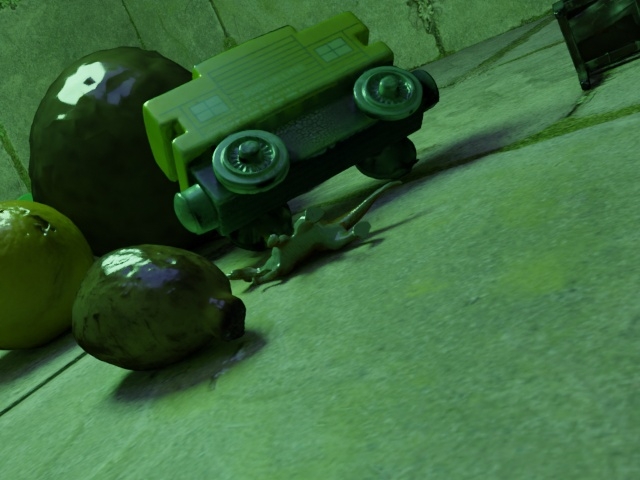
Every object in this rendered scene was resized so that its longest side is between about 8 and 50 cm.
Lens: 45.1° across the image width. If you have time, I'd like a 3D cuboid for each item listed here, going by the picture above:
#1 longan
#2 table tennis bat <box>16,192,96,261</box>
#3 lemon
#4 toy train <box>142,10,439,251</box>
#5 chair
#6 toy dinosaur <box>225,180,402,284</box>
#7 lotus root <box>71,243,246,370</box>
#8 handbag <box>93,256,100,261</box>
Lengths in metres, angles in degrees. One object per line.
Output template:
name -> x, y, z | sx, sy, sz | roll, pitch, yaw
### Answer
longan -> -0.321, -0.148, 1.361 | 0.391, 0.391, 0.391 | -23, 13, 5
table tennis bat -> -0.467, -0.001, 1.423 | 0.160, 0.257, 0.039 | -4, -45, -54
lemon -> -0.459, 0.051, 1.167 | 0.228, 0.228, 0.253 | -27, 12, -12
toy train -> -0.047, -0.176, 1.145 | 0.442, 0.272, 0.179 | -29, -29, -20
chair -> 0.472, -0.359, 1.277 | 0.136, 0.147, 0.270 | -20, 15, 24
toy dinosaur -> -0.001, 0.001, 0.941 | 0.212, 0.057, 0.142 | -19, -11, -30
lotus root -> -0.163, 0.066, 0.790 | 0.214, 0.138, 0.138 | -4, 22, 31
handbag -> -0.479, -0.048, 1.728 | 0.251, 0.190, 0.193 | -31, 3, -9
